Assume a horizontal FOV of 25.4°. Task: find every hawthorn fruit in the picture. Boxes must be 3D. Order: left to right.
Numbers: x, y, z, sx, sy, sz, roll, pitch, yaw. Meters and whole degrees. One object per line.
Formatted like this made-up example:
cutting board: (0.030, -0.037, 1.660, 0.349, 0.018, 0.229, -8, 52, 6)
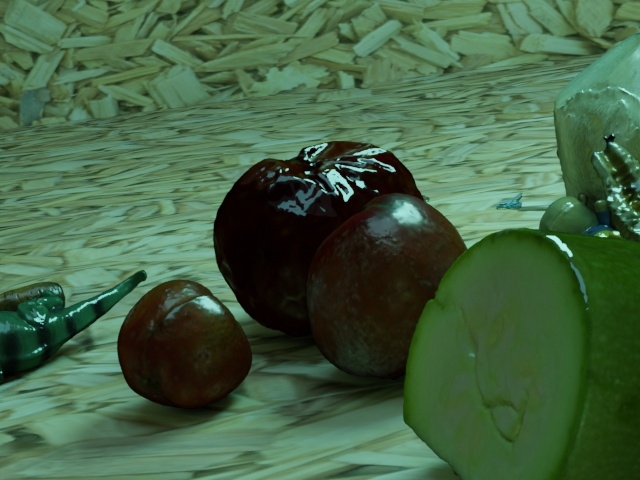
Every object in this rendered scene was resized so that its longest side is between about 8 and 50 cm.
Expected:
hawthorn fruit: (-0.126, 0.101, 1.316, 0.128, 0.128, 0.128, -7, 13, 2)
hawthorn fruit: (0.068, 0.043, 1.323, 0.172, 0.173, 0.173, -7, 13, 2)

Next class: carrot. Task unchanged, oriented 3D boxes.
carrot: (-0.395, 0.086, 1.673, 0.191, 0.047, 0.047, -12, 14, -16)

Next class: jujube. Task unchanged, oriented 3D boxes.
jujube: (0.000, 0.000, 1.504, 0.213, 0.213, 0.232, 3, 12, 38)

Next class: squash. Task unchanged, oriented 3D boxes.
squash: (0.261, 0.104, 1.087, 0.309, 0.210, 0.233, 12, 12, -28)

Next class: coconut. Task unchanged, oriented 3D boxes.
coconut: (0.392, -0.128, 1.663, 0.245, 0.247, 0.245, -13, 20, 5)

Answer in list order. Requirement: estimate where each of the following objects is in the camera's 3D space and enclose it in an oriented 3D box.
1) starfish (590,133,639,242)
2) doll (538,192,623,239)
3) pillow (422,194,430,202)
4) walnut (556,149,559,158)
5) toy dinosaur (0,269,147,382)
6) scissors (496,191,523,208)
starfish: (0.358, 0.012, 1.332, 0.324, 0.082, 0.432, 10, 45, 40)
doll: (0.292, -0.003, 1.593, 0.089, 0.102, 0.179, 34, 3, -11)
pillow: (0.050, -0.037, 1.968, 0.135, 0.034, 0.211, 5, 19, 32)
walnut: (0.423, -0.130, 1.882, 0.230, 0.178, 0.178, -7, 12, 28)
toy dinosaur: (-0.326, 0.096, 1.529, 0.120, 0.079, 0.292, 10, 24, 38)
scissors: (0.270, -0.056, 1.981, 0.036, 0.006, 0.083, -4, 14, 23)
